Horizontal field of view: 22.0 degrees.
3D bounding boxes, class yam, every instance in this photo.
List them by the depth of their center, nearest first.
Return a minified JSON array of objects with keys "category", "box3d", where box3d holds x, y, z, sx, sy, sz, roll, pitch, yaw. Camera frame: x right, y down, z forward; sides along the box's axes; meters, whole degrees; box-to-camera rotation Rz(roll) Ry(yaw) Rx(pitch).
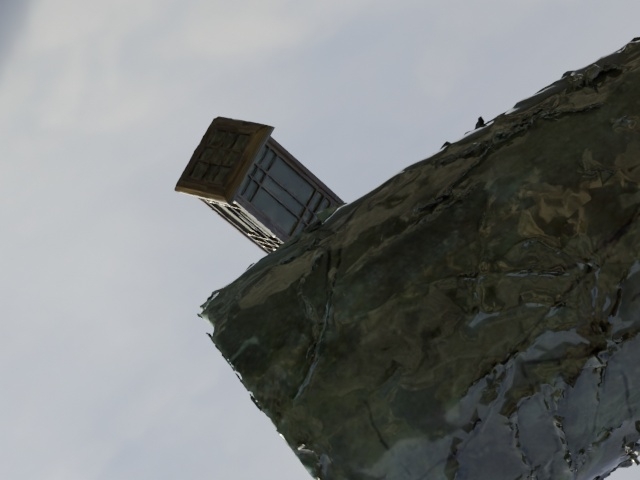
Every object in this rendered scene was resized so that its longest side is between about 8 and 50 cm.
[{"category":"yam","box3d":[0.110,0.046,0.987,0.348,0.241,0.241,-34,-161,9]}]

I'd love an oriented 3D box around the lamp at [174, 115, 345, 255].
[{"category":"lamp","box3d":[0.000,0.000,1.645,0.090,0.325,0.089,14,-109,46]}]
